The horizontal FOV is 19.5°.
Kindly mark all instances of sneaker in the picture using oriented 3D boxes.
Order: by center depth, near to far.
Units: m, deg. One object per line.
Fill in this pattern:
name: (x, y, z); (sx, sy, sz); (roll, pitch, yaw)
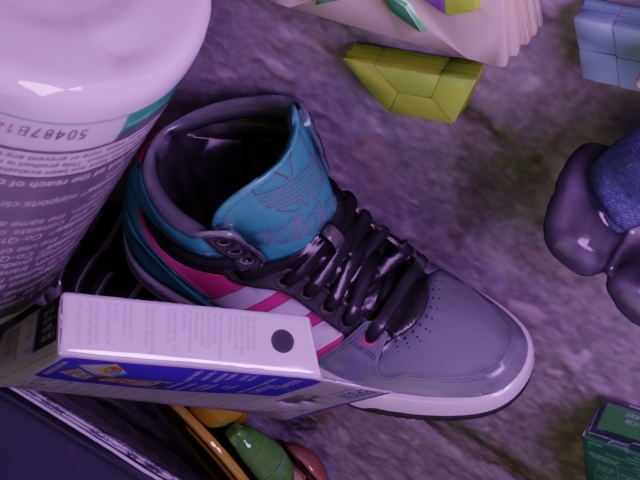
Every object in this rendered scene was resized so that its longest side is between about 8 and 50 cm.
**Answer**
sneaker: (0.000, 0.000, 1.182); (0.295, 0.124, 0.178); (21, 153, 15)
sneaker: (-0.128, 0.054, 1.401); (0.281, 0.106, 0.162); (14, 153, 41)

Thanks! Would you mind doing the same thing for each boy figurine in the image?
boy figurine: (0.245, -0.039, 0.923); (0.177, 0.092, 0.285); (41, 147, -17)

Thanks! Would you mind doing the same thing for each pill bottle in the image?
pill bottle: (-0.220, -0.067, 1.113); (0.204, 0.204, 0.361); (35, 139, -3)

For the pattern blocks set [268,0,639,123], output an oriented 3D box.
pattern blocks set: (0.026, -0.171, 1.007); (0.325, 0.026, 0.285); (8, 140, 35)

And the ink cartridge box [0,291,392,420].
ink cartridge box: (-0.085, 0.076, 1.179); (0.208, 0.045, 0.206); (9, 167, -18)

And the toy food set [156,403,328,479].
toy food set: (-0.052, 0.173, 1.515); (0.128, 0.071, 0.218); (31, 160, 53)

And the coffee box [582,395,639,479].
coffee box: (0.242, 0.189, 1.288); (0.113, 0.040, 0.184); (17, 144, 26)

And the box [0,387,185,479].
box: (-0.334, 0.214, 1.458); (0.472, 0.297, 0.480); (29, 171, 6)
